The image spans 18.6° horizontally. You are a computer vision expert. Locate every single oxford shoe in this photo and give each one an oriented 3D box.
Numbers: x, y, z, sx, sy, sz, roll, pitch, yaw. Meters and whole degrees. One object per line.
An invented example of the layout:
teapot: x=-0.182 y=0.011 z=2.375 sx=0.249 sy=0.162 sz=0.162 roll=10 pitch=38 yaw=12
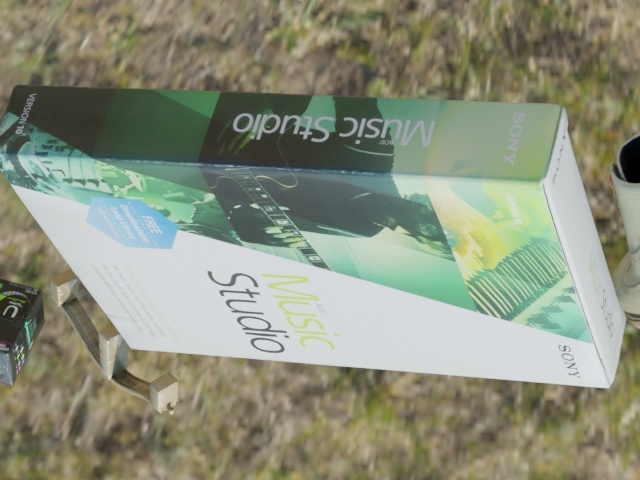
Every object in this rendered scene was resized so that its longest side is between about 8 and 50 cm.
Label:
oxford shoe: x=0.324 y=-0.041 z=1.747 sx=0.146 sy=0.140 sz=0.397 roll=29 pitch=152 yaw=2

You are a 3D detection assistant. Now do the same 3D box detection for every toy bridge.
toy bridge: x=-0.199 y=0.108 z=1.885 sx=0.188 sy=0.026 sz=0.063 roll=43 pitch=146 yaw=31

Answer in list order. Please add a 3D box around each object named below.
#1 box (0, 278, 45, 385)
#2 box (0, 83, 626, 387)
box: x=-0.303 y=0.084 z=1.835 sx=0.062 sy=0.083 sz=0.052 roll=14 pitch=140 yaw=10
box: x=0.000 y=0.000 z=1.130 sx=0.322 sy=0.058 sz=0.232 roll=2 pitch=150 yaw=20
